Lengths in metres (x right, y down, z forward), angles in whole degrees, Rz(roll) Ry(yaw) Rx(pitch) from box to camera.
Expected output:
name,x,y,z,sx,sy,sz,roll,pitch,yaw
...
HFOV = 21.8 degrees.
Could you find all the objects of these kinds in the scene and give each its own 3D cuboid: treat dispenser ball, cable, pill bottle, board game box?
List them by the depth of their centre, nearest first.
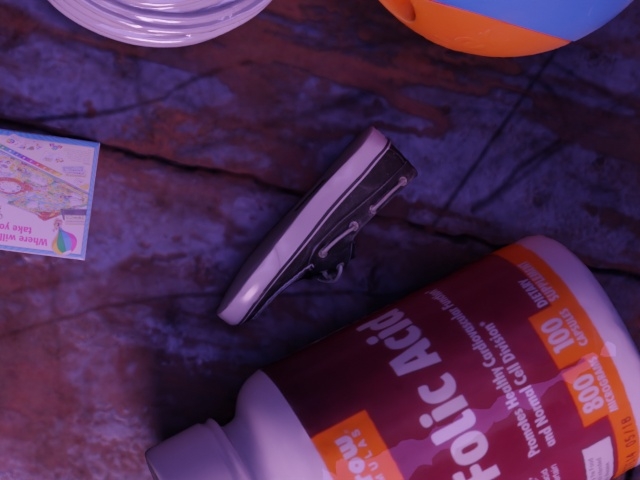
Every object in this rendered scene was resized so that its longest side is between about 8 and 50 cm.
name,x,y,z,sx,sy,sz,roll,pitch,yaw
treat dispenser ball,0.154,-0.297,1.375,0.288,0.288,0.288,0,92,-13
pill bottle,0.066,0.173,1.403,0.392,0.224,0.224,-27,97,-11
cable,-0.141,-0.291,1.413,0.257,0.089,0.257,-35,99,-11
board game box,-0.273,-0.044,1.422,0.154,0.026,0.103,8,90,-13

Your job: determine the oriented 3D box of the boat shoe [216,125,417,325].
name,x,y,z,sx,sy,sz,roll,pitch,yaw
boat shoe,0.000,0.000,1.459,0.070,0.078,0.219,43,81,-9
